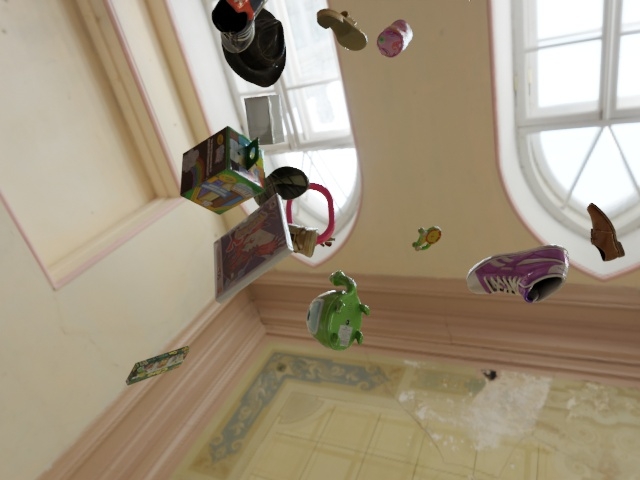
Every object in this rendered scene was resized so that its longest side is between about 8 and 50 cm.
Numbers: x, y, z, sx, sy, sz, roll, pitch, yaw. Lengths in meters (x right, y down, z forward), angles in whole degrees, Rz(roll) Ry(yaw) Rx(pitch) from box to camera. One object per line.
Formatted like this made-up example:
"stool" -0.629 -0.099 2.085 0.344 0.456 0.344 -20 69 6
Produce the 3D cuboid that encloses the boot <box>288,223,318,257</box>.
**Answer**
"boot" -0.119 -0.018 1.504 0.203 0.095 0.262 16 179 -11

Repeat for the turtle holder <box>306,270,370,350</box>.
"turtle holder" 0.055 0.314 2.061 0.227 0.320 0.243 7 -160 44

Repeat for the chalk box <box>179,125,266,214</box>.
"chalk box" -0.297 -0.238 1.551 0.289 0.179 0.180 -21 -120 29

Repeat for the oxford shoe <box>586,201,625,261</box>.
"oxford shoe" 0.928 -0.025 1.559 0.076 0.212 0.076 -26 -176 12

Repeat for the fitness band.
"fitness band" -0.042 -0.117 2.009 0.209 0.054 0.291 -6 -114 2

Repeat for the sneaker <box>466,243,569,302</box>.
"sneaker" 0.505 0.108 1.244 0.282 0.102 0.161 -27 -161 40

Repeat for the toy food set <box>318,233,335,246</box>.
"toy food set" 0.000 0.000 2.043 0.122 0.078 0.019 12 -137 -6

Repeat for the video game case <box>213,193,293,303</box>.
"video game case" -0.152 0.014 1.005 0.201 0.023 0.183 -35 -140 17

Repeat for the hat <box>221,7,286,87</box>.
"hat" -0.216 -0.765 1.794 0.134 0.331 0.331 -5 -155 48

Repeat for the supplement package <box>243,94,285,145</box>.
"supplement package" -0.211 -0.457 1.784 0.105 0.179 0.105 2 -162 24

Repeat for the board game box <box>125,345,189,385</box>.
"board game box" -0.704 0.542 2.045 0.259 0.136 0.030 -10 -126 -52

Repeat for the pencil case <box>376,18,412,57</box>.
"pencil case" 0.326 -0.883 2.055 0.124 0.124 0.284 -3 -150 20

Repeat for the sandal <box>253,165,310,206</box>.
"sandal" -0.141 -0.199 1.696 0.086 0.120 0.302 -25 -171 -40

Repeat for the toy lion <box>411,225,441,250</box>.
"toy lion" 0.395 -0.007 1.723 0.096 0.100 0.034 4 -148 -24

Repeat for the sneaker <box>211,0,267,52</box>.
"sneaker" -0.275 -0.666 1.436 0.148 0.131 0.350 -51 -170 -21

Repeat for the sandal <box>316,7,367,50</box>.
"sandal" 0.068 -0.651 1.397 0.088 0.079 0.240 -6 175 33
